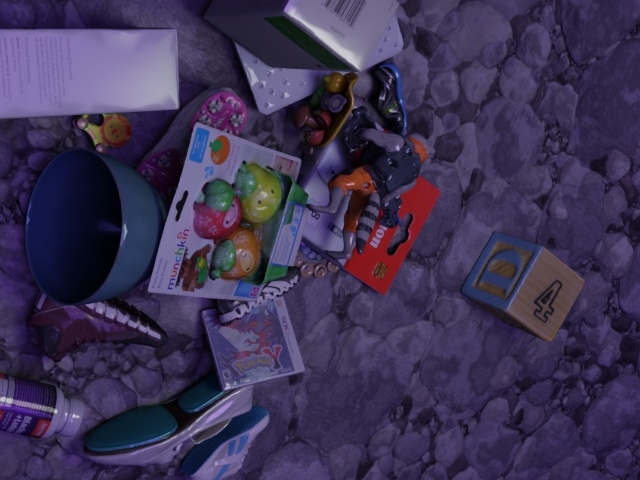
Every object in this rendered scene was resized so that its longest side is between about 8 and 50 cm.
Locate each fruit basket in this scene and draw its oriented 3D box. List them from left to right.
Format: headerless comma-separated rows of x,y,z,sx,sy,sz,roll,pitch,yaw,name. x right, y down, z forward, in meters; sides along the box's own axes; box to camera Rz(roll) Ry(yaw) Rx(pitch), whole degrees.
-0.169,-0.037,1.725,0.353,0.165,0.327,13,94,-63,fruit basket

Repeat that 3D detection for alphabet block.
0.522,0.119,2.265,0.197,0.192,0.193,34,86,-32,alphabet block

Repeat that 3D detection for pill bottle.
-0.575,0.331,1.730,0.194,0.108,0.108,21,91,-32,pill bottle

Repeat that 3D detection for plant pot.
-0.396,-0.019,1.673,0.195,0.290,0.290,7,99,-52,plant pot

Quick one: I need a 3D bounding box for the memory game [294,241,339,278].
0.000,0.000,2.038,0.186,0.012,0.186,-7,105,-28,memory game

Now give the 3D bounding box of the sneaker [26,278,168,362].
-0.463,0.191,1.776,0.281,0.106,0.162,30,91,-22,sneaker

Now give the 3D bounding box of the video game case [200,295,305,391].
-0.149,0.225,1.945,0.201,0.023,0.183,-10,73,-28,video game case

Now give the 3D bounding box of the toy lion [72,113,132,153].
-0.425,-0.222,1.731,0.096,0.034,0.100,-44,119,-22,toy lion

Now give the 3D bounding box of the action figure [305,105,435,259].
0.133,-0.096,1.884,0.330,0.179,0.341,-49,135,-18,action figure

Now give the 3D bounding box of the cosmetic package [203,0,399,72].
-0.046,-0.431,1.640,0.197,0.365,0.155,31,84,-29,cosmetic package

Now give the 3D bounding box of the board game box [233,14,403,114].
-0.035,-0.521,1.870,0.390,0.050,0.389,-29,114,-21,board game box

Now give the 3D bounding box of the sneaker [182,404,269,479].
-0.204,0.468,1.998,0.229,0.087,0.092,-40,125,-8,sneaker

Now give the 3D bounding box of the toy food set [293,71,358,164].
-0.003,-0.273,1.868,0.071,0.128,0.218,21,114,-28,toy food set

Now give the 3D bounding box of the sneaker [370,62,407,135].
0.155,-0.315,2.030,0.078,0.067,0.188,-14,111,-4,sneaker

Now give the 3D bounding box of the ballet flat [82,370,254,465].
-0.309,0.406,1.897,0.400,0.139,0.139,-25,113,-27,ballet flat

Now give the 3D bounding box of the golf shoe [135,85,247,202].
-0.273,-0.194,1.783,0.306,0.140,0.115,-41,121,11,golf shoe

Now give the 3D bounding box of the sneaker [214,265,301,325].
-0.143,0.093,1.937,0.234,0.078,0.106,-29,96,-32,sneaker

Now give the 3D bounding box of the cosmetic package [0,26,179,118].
-0.468,-0.306,1.578,0.385,0.217,0.156,-10,107,-29,cosmetic package

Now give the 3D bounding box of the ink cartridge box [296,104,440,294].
0.109,-0.082,2.025,0.385,0.091,0.308,35,80,-30,ink cartridge box
